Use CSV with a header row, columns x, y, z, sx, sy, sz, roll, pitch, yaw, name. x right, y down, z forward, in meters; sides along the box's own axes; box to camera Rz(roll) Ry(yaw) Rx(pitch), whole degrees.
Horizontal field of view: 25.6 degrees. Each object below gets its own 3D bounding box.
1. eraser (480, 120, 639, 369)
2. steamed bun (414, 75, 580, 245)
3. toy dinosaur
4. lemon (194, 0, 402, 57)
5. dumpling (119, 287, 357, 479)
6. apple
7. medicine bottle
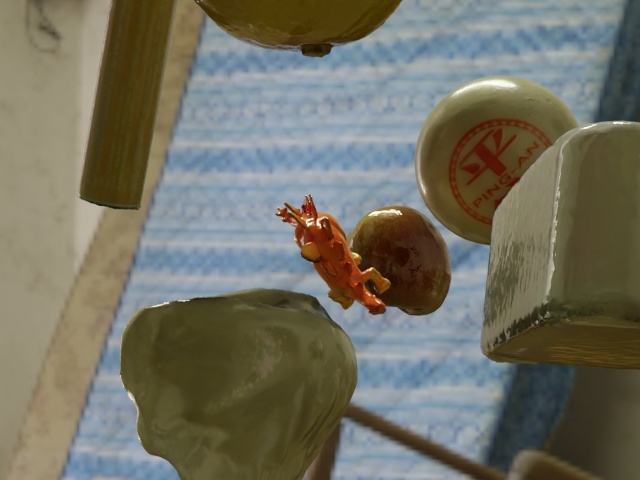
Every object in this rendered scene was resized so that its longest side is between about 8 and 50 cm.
x,y,z,sx,sy,sz,roll,pitch,yaw,name
0.256,0.017,1.083,0.331,0.150,0.331,6,-9,1,eraser
0.243,-0.103,1.875,0.232,0.231,0.145,1,8,-1,steamed bun
0.000,0.000,1.730,0.288,0.070,0.117,49,-5,47,toy dinosaur
-0.033,-0.389,1.672,0.348,0.348,0.348,1,1,0,lemon
-0.057,0.172,1.405,0.187,0.242,0.318,-20,-29,31,dumpling
0.131,0.038,2.308,0.160,0.173,0.195,-31,-29,27,apple
-0.256,-0.257,1.939,0.108,0.426,0.108,11,9,-2,medicine bottle
